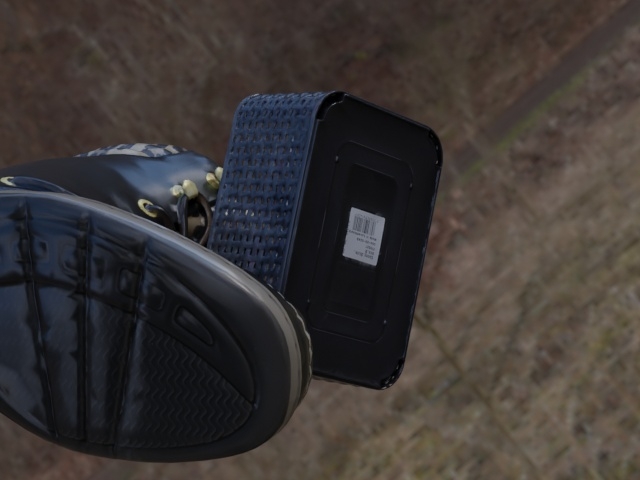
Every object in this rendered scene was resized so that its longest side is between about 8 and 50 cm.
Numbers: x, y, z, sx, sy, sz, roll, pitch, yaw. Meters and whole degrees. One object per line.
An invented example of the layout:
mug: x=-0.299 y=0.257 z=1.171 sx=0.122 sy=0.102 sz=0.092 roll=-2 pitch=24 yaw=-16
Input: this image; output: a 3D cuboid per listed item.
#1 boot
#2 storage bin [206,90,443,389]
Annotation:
boot: x=-0.120 y=0.020 z=0.959 sx=0.377 sy=0.138 sz=0.284 roll=7 pitch=12 yaw=30
storage bin: x=0.000 y=0.000 z=1.021 sx=0.084 sy=0.122 sz=0.180 roll=5 pitch=81 yaw=47
